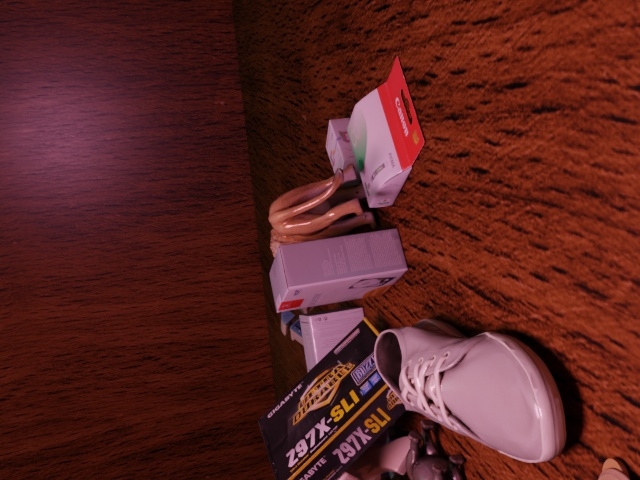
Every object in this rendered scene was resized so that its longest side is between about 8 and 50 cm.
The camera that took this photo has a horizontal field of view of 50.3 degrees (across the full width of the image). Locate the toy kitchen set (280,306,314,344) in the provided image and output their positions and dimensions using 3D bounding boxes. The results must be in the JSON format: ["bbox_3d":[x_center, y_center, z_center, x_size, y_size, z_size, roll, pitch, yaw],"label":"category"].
[{"bbox_3d":[0.005,0.222,1.926,0.207,0.166,0.122,34,146,21],"label":"toy kitchen set"}]

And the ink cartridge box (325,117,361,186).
[{"bbox_3d":[0.052,-0.190,1.465,0.088,0.052,0.122,100,159,-54],"label":"ink cartridge box"}]

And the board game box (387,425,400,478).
[{"bbox_3d":[0.159,0.466,1.495,0.090,0.020,0.090,103,155,-55],"label":"board game box"}]

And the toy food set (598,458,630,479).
[{"bbox_3d":[0.312,0.274,0.699,0.083,0.020,0.082,-125,29,-62],"label":"toy food set"}]

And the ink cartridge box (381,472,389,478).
[{"bbox_3d":[0.116,0.520,1.620,0.181,0.062,0.104,103,156,-59],"label":"ink cartridge box"}]

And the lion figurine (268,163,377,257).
[{"bbox_3d":[-0.024,-0.047,1.334,0.392,0.240,0.142,46,-152,-72],"label":"lion figurine"}]

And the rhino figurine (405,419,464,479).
[{"bbox_3d":[0.207,0.409,1.131,0.243,0.073,0.106,-131,38,-65],"label":"rhino figurine"}]

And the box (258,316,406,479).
[{"bbox_3d":[0.032,0.324,1.337,0.079,0.322,0.257,46,180,-21],"label":"box"}]

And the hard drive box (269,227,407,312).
[{"bbox_3d":[0.028,0.060,1.325,0.181,0.232,0.089,115,145,-69],"label":"hard drive box"}]

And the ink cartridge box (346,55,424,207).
[{"bbox_3d":[0.110,-0.187,1.218,0.224,0.056,0.180,106,152,-65],"label":"ink cartridge box"}]

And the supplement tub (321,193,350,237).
[{"bbox_3d":[0.000,0.000,1.608,0.144,0.145,0.199,-122,26,-61],"label":"supplement tub"}]

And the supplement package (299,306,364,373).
[{"bbox_3d":[0.041,0.290,1.636,0.139,0.134,0.243,161,101,-77],"label":"supplement package"}]

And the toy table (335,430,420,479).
[{"bbox_3d":[0.079,0.485,1.367,0.161,0.252,0.274,20,86,56],"label":"toy table"}]

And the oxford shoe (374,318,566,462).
[{"bbox_3d":[0.188,0.204,0.962,0.449,0.130,0.169,-169,73,-75],"label":"oxford shoe"}]
